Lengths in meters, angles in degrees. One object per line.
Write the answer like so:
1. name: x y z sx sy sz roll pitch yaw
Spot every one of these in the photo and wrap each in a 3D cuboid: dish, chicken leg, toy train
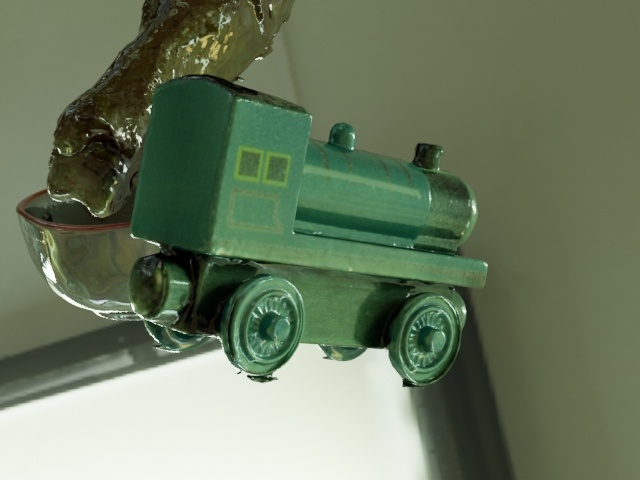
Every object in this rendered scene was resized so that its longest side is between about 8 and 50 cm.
1. dish: -0.176 0.006 1.402 0.256 0.256 0.117 2 -72 28
2. chicken leg: -0.116 -0.196 1.178 0.140 0.361 0.211 6 -52 24
3. toy train: 0.000 0.000 0.991 0.120 0.298 0.194 11 -89 47
